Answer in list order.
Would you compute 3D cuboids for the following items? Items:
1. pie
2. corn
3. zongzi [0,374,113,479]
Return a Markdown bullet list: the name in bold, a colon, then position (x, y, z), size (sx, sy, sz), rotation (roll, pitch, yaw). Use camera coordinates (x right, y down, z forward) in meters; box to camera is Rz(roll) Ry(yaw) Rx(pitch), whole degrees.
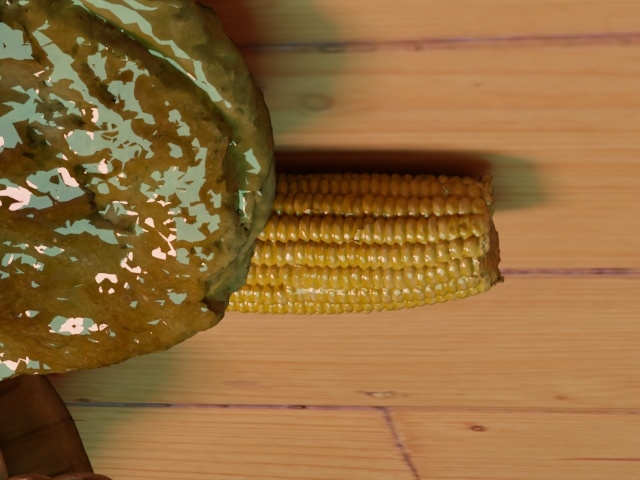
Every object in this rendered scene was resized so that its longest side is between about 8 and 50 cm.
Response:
- **pie**: position (-0.150, -0.027, 0.661), size (0.277, 0.078, 0.277), rotation (8, 147, 5)
- **corn**: position (0.000, 0.000, 0.770), size (0.165, 0.063, 0.085), rotation (-2, 134, 9)
- **zongzi**: position (-0.205, 0.164, 1.155), size (0.500, 0.218, 0.467), rotation (-29, 168, 35)
